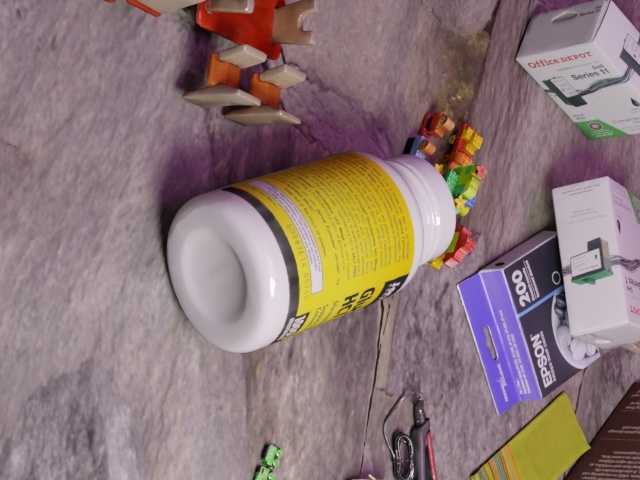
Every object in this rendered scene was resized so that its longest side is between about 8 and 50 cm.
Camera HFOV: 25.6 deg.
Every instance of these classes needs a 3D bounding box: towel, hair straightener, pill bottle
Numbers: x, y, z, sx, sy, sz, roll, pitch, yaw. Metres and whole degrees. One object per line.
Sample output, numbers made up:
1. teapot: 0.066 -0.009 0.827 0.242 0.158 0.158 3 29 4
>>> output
1. towel: 0.304 0.319 2.016 0.237 0.021 0.102 -34 109 -38
2. hair straightener: 0.124 0.313 1.841 0.089 0.047 0.230 -1 87 -41
3. pill bottle: 0.000 0.000 1.669 0.334 0.188 0.188 -19 99 -40

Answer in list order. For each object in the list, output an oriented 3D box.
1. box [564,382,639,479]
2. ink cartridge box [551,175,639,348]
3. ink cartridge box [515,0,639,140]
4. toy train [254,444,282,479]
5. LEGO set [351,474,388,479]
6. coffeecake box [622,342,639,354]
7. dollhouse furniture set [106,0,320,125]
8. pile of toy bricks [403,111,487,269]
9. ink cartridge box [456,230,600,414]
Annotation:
1. box: 0.472 0.375 2.044 0.381 0.191 0.143 -43 113 -35
2. ink cartridge box: 0.417 0.036 2.044 0.160 0.093 0.219 19 61 -57
3. ink cartridge box: 0.412 -0.249 2.075 0.208 0.153 0.087 40 62 -30
4. toy train: -0.068 0.286 1.697 0.024 0.017 0.083 30 67 -25
5. LEGO set: 0.056 0.434 1.715 0.107 0.132 0.287 40 62 -32
6. coffeecake box: 0.514 0.081 2.189 0.142 0.068 0.185 23 72 -38
7. dollhouse furniture set: -0.126 -0.287 1.652 0.259 0.135 0.262 20 73 -50
8. pile of toy bricks: 0.179 -0.077 1.886 0.118 0.105 0.212 34 65 -34
9. ink cartridge box: 0.302 0.116 2.018 0.208 0.045 0.206 -28 105 -38
